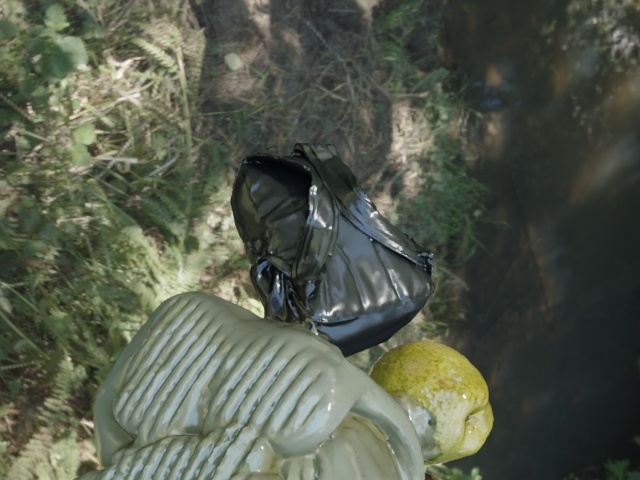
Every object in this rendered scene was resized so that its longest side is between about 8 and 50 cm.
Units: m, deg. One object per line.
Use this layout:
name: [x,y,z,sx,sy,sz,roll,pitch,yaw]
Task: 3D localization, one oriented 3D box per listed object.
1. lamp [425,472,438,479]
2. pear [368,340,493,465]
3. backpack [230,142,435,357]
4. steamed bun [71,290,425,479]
lamp: [0.148,0.533,1.370,0.247,0.247,0.247,-5,98,-39]
pear: [0.223,0.337,1.537,0.271,0.271,0.271,-5,98,-39]
backpack: [0.000,0.000,1.452,0.363,0.255,0.445,-15,61,-33]
steamed bun: [-0.062,0.252,0.734,0.255,0.368,0.342,40,71,-40]
